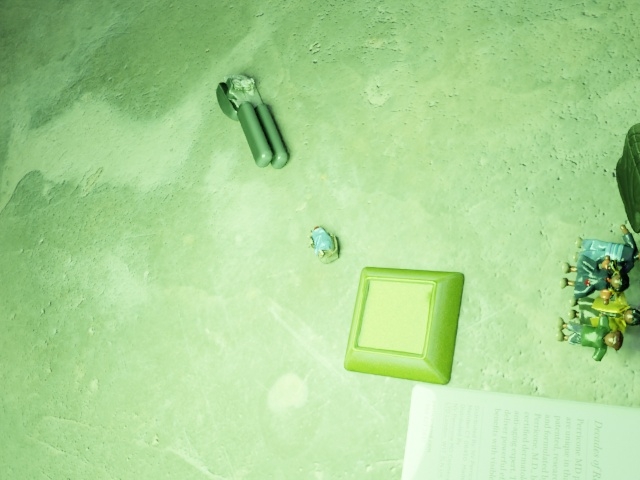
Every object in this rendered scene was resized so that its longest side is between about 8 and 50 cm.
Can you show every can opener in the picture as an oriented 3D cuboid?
[{"bbox_3d":[-0.145,-0.254,1.383,0.093,0.074,0.280,-58,45,39],"label":"can opener"}]

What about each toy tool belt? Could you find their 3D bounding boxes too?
[{"bbox_3d":[0.000,0.000,1.196,0.052,0.051,0.083,-31,58,13],"label":"toy tool belt"}]

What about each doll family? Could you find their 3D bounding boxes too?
[{"bbox_3d":[0.408,0.072,0.919,0.111,0.076,0.193,4,93,50],"label":"doll family"}]

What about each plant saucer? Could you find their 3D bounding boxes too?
[{"bbox_3d":[0.129,0.131,1.076,0.188,0.045,0.188,2,71,29],"label":"plant saucer"}]

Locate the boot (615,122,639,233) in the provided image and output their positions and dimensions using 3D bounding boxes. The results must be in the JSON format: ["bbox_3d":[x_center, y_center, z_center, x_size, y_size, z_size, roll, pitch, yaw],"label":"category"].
[{"bbox_3d":[0.528,-0.097,0.779,0.284,0.377,0.138,-15,80,16],"label":"boot"}]

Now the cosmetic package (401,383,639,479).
[{"bbox_3d":[0.350,0.291,0.780,0.453,0.230,0.161,1,69,28],"label":"cosmetic package"}]
